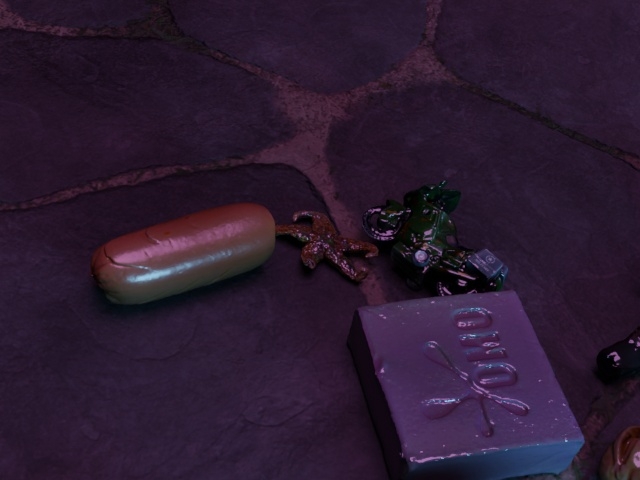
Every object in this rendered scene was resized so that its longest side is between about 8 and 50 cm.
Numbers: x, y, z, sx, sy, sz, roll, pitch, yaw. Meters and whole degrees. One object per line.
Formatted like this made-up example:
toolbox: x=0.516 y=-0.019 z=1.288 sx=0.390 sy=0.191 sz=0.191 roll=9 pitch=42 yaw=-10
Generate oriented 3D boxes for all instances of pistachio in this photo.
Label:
pistachio: x=0.480 y=0.334 z=1.435 sx=0.149 sy=0.113 sz=0.113 roll=-24 pitch=56 yaw=-37

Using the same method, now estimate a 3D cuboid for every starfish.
starfish: x=-0.002 y=0.009 z=1.685 sx=0.209 sy=0.053 sz=0.150 roll=16 pitch=33 yaw=8

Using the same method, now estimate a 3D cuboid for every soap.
soap: x=0.211 y=0.226 z=1.477 sx=0.285 sy=0.107 sz=0.296 roll=-7 pitch=48 yaw=-15

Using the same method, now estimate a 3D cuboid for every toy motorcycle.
toy motorcycle: x=0.216 y=0.005 z=1.679 sx=0.187 sy=0.125 sz=0.274 roll=-33 pitch=63 yaw=-25

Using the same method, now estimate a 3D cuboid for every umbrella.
umbrella: x=0.600 y=0.164 z=1.628 sx=0.326 sy=0.090 sz=0.094 roll=-19 pitch=57 yaw=-27

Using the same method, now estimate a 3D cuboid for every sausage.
sausage: x=-0.223 y=0.022 z=1.561 sx=0.304 sy=0.121 sz=0.121 roll=-17 pitch=53 yaw=-26
